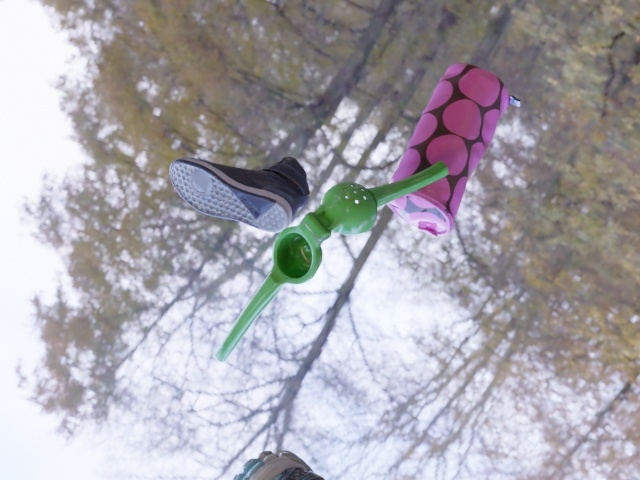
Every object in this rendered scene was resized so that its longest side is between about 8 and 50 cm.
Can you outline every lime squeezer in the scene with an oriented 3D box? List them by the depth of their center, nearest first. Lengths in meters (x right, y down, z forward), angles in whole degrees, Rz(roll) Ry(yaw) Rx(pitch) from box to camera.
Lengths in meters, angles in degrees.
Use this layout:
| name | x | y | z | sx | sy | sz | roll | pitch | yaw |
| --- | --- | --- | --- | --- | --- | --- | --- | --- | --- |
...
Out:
| name | x | y | z | sx | sy | sz | roll | pitch | yaw |
| --- | --- | --- | --- | --- | --- | --- | --- | --- | --- |
| lime squeezer | 0.000 | 0.000 | 0.944 | 0.059 | 0.310 | 0.110 | 49 | 174 | 7 |

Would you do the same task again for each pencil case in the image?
| name | x | y | z | sx | sy | sz | roll | pitch | yaw |
| --- | --- | --- | --- | --- | --- | --- | --- | --- | --- |
| pencil case | 0.150 | -0.102 | 1.095 | 0.095 | 0.098 | 0.209 | 17 | -119 | 25 |

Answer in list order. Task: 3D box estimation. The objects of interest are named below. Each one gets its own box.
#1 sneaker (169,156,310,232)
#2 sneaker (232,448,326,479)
| name | x | y | z | sx | sy | sz | roll | pitch | yaw |
| --- | --- | --- | --- | --- | --- | --- | --- | --- | --- |
| sneaker | -0.127 | -0.099 | 1.614 | 0.226 | 0.086 | 0.163 | 24 | -147 | 11 |
| sneaker | 0.026 | 0.309 | 0.803 | 0.122 | 0.110 | 0.283 | 8 | 136 | 59 |
